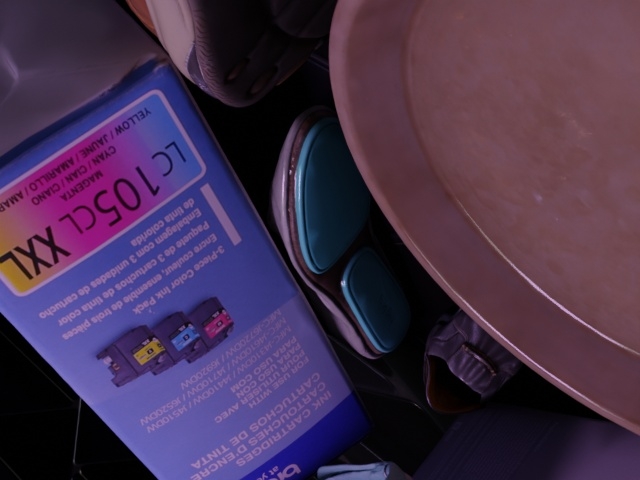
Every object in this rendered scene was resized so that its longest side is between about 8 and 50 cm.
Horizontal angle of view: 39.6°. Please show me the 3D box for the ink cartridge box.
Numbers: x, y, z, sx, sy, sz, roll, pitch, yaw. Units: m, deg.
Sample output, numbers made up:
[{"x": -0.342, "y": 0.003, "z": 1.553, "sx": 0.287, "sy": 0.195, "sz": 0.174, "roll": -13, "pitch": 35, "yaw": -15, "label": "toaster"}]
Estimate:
[{"x": -0.118, "y": 0.021, "z": 0.631, "sx": 0.270, "sy": 0.151, "sz": 0.395, "roll": 47, "pitch": 169, "yaw": 48, "label": "ink cartridge box"}]

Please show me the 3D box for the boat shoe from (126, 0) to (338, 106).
[{"x": -0.056, "y": -0.170, "z": 0.271, "sx": 0.120, "sy": 0.122, "sz": 0.324, "roll": 42, "pitch": 159, "yaw": 19, "label": "boat shoe"}]

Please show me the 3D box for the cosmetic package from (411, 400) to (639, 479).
[{"x": 0.165, "y": 0.178, "z": 0.529, "sx": 0.127, "sy": 0.107, "sz": 0.238, "roll": 46, "pitch": 163, "yaw": -12, "label": "cosmetic package"}]

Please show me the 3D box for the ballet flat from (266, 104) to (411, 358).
[{"x": 0.000, "y": 0.000, "z": 0.549, "sx": 0.068, "sy": 0.072, "sz": 0.213, "roll": 22, "pitch": 151, "yaw": 35, "label": "ballet flat"}]

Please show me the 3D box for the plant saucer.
[{"x": 0.117, "y": -0.012, "z": 0.351, "sx": 0.278, "sy": 0.041, "sz": 0.278, "roll": 38, "pitch": 159, "yaw": 17, "label": "plant saucer"}]

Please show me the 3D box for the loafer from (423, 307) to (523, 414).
[{"x": 0.086, "y": 0.080, "z": 0.554, "sx": 0.062, "sy": 0.061, "sz": 0.170, "roll": 39, "pitch": 159, "yaw": 15, "label": "loafer"}]

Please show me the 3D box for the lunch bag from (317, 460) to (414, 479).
[{"x": 0.031, "y": 0.265, "z": 0.534, "sx": 0.223, "sy": 0.262, "sz": 0.160, "roll": 44, "pitch": -155, "yaw": -6, "label": "lunch bag"}]
